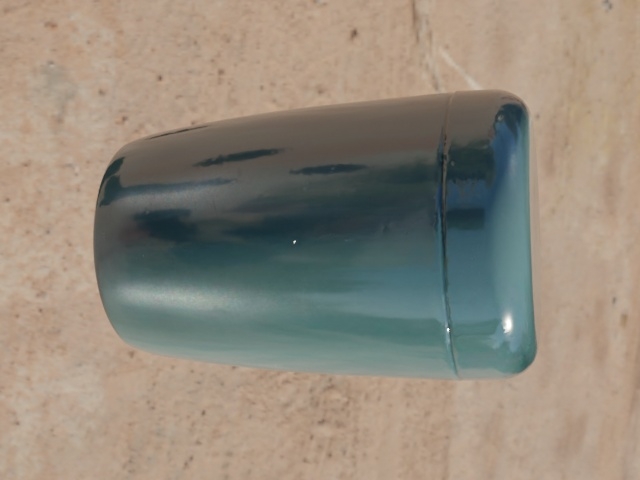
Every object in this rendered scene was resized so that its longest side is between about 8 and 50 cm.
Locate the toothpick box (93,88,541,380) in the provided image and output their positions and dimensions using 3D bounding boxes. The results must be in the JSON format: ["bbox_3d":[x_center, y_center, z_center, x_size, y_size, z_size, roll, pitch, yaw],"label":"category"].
[{"bbox_3d":[0.000,0.000,0.449,0.120,0.184,0.120,-2,90,-75],"label":"toothpick box"}]
